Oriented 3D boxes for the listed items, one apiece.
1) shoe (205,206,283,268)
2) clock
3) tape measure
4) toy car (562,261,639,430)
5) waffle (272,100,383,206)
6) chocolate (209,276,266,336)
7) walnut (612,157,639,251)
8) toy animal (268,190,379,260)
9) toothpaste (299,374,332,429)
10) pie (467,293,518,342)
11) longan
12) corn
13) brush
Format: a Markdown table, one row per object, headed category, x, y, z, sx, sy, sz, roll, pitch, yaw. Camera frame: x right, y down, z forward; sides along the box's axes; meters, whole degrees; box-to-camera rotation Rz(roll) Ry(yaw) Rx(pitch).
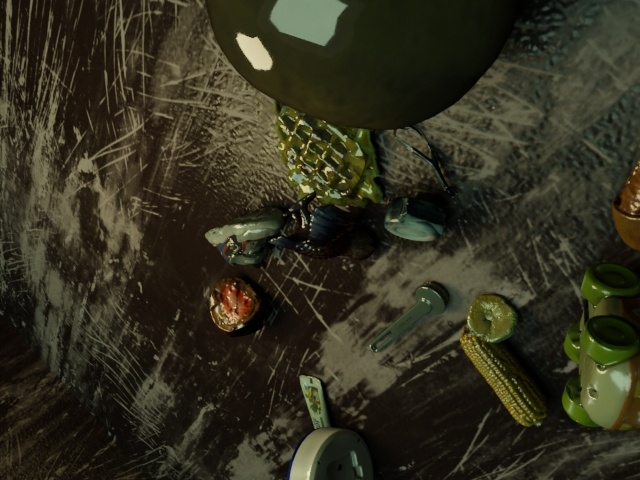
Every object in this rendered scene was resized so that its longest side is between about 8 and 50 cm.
| category | x | y | z | sx | sy | sz | roll | pitch | yaw |
| --- | --- | --- | --- | --- | --- | --- | --- | --- | --- |
| shoe | -0.149 | 0.009 | 1.256 | 0.227 | 0.099 | 0.126 | -12 | 102 | 50 |
| clock | 0.029 | 0.551 | 1.386 | 0.083 | 0.230 | 0.231 | -9 | 112 | 40 |
| tape measure | 0.155 | -0.090 | 0.981 | 0.107 | 0.104 | 0.180 | 160 | 110 | -69 |
| toy car | 0.440 | 0.150 | 0.781 | 0.235 | 0.235 | 0.145 | 21 | 131 | 29 |
| waffle | 0.003 | -0.156 | 1.050 | 0.203 | 0.054 | 0.224 | 10 | 126 | 37 |
| chocolate | -0.192 | 0.149 | 1.387 | 0.127 | 0.124 | 0.133 | -40 | 59 | 52 |
| walnut | 0.427 | -0.067 | 0.709 | 0.115 | 0.115 | 0.207 | 36 | 135 | 16 |
| toy animal | 0.008 | 0.003 | 1.088 | 0.179 | 0.116 | 0.218 | 32 | 157 | -9 |
| toothpaste | 0.002 | 0.441 | 1.480 | 0.067 | 0.037 | 0.256 | 4 | 116 | 39 |
| pie | 0.286 | 0.129 | 1.004 | 0.084 | 0.020 | 0.085 | -6 | 75 | 23 |
| longan | 0.044 | -0.289 | 0.706 | 0.360 | 0.361 | 0.361 | 22 | 130 | 28 |
| corn | 0.317 | 0.230 | 1.038 | 0.207 | 0.068 | 0.068 | 54 | 138 | 3 |
| brush | 0.160 | 0.156 | 1.158 | 0.062 | 0.027 | 0.266 | 46 | 141 | 7 |
